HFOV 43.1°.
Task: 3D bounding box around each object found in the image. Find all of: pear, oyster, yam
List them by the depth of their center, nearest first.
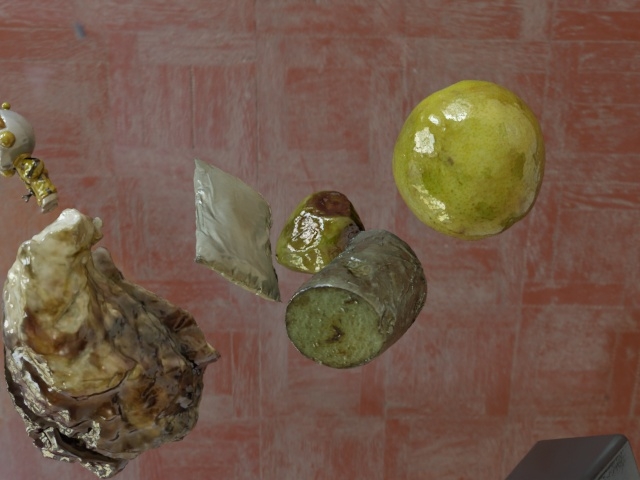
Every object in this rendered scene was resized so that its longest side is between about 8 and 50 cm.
[{"bbox_3d":[-0.215,0.127,0.802,0.271,0.100,0.275,26,99,-41],"label":"oyster"},{"bbox_3d":[0.062,0.082,1.137,0.154,0.254,0.154,6,108,20],"label":"yam"},{"bbox_3d":[0.293,-0.145,1.590,0.304,0.304,0.304,-1,110,-1],"label":"pear"}]

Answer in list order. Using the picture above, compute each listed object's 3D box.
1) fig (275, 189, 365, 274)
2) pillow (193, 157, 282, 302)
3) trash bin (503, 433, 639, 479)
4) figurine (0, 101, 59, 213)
[{"bbox_3d":[0.000,0.000,1.430,0.166,0.144,0.154,-31,104,22],"label":"fig"},{"bbox_3d":[-0.119,-0.016,1.143,0.148,0.229,0.050,29,117,-30],"label":"pillow"},{"bbox_3d":[0.368,0.392,1.229,0.165,0.225,0.115,-17,89,38],"label":"trash bin"},{"bbox_3d":[-0.372,-0.103,1.001,0.068,0.143,0.101,-33,150,-27],"label":"figurine"}]
